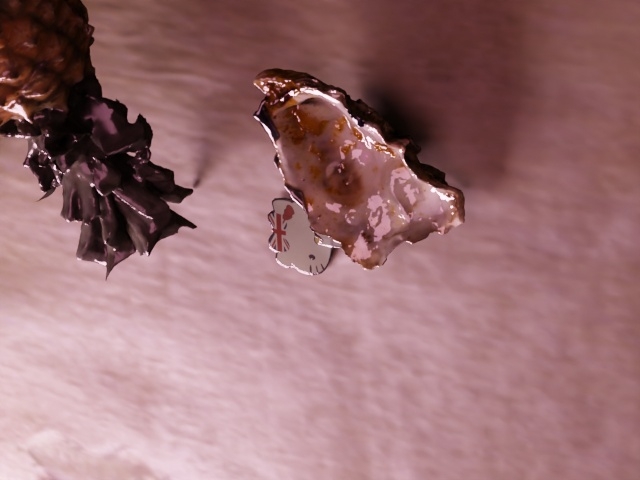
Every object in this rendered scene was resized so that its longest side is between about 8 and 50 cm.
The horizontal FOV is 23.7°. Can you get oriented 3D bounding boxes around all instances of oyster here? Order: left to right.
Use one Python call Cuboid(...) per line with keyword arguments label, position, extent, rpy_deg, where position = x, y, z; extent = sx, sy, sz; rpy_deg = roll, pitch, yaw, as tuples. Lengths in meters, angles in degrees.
Cuboid(label="oyster", position=(0.018, -0.054, 0.959), extent=(0.103, 0.051, 0.148), rpy_deg=(-29, 109, 36))

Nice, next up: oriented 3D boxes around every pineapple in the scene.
Cuboid(label="pineapple", position=(-0.178, -0.088, 0.994), extent=(0.128, 0.128, 0.248), rpy_deg=(-8, 129, 36))

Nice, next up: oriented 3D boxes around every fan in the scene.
Cuboid(label="fan", position=(0.000, 0.000, 1.026), extent=(0.083, 0.004, 0.056), rpy_deg=(14, 118, 27))
